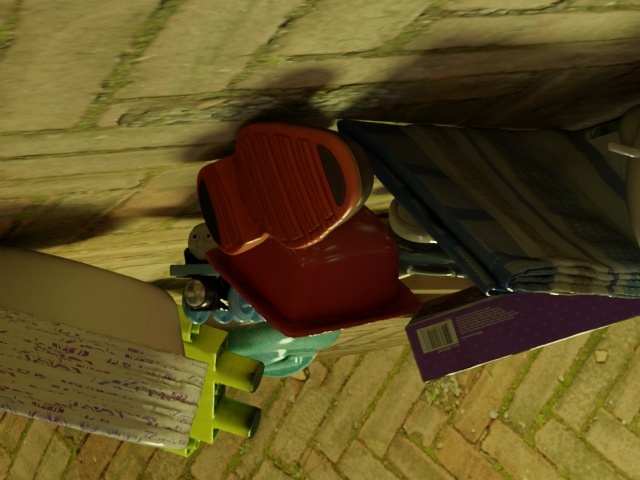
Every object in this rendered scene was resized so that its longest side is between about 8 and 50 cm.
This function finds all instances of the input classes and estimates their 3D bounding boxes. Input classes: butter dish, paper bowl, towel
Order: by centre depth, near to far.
[{"bbox_3d":[0.168,-0.029,1.447,0.285,0.209,0.034,0,128,-45],"label":"towel"},{"bbox_3d":[0.000,0.000,1.682,0.160,0.118,0.160,-10,-146,-33],"label":"butter dish"},{"bbox_3d":[-0.245,0.096,1.758,0.284,0.148,0.284,14,174,2],"label":"paper bowl"}]

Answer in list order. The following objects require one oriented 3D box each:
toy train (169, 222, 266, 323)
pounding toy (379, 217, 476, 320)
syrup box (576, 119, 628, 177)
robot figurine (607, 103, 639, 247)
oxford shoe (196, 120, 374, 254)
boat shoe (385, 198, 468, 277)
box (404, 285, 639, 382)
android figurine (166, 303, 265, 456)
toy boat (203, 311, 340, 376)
[{"bbox_3d":[-0.073,0.028,1.808,0.080,0.105,0.184,-4,176,32],"label":"toy train"},{"bbox_3d":[0.083,0.015,1.981,0.181,0.094,0.206,0,162,-34],"label":"pounding toy"},{"bbox_3d":[0.240,-0.044,1.673,0.096,0.093,0.237,-3,171,-41],"label":"syrup box"},{"bbox_3d":[0.369,-0.043,1.413,0.353,0.200,0.300,-3,-161,-44],"label":"robot figurine"},{"bbox_3d":[-0.010,-0.050,1.401,0.098,0.097,0.271,-19,-175,-21],"label":"oxford shoe"},{"bbox_3d":[0.187,0.002,1.833,0.254,0.095,0.079,-2,132,-12],"label":"boat shoe"},{"bbox_3d":[0.229,0.048,1.688,0.293,0.057,0.201,-18,-178,9],"label":"box"},{"bbox_3d":[-0.205,0.164,2.340,0.272,0.056,0.248,17,133,11],"label":"android figurine"},{"bbox_3d":[-0.121,0.137,2.437,0.318,0.148,0.267,-11,172,18],"label":"toy boat"}]
